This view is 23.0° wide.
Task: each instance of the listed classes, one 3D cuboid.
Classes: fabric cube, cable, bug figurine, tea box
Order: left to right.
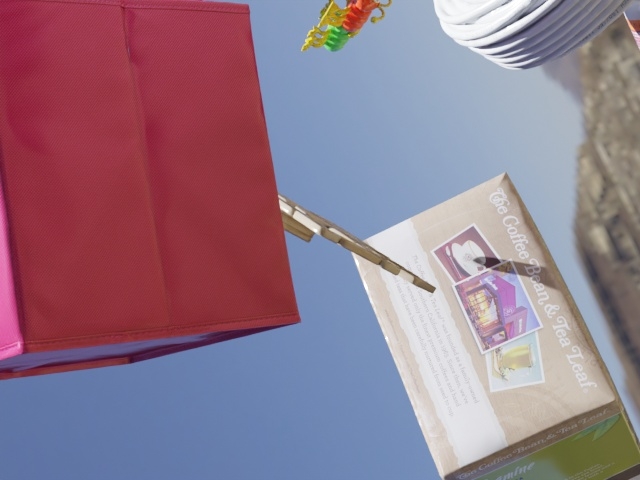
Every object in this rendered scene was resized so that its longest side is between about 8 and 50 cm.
[{"bbox_3d":[-0.205,-0.032,1.226,0.259,0.254,0.258,-4,-98,-42],"label":"fabric cube"},{"bbox_3d":[0.071,-0.375,2.262,0.072,0.216,0.279,31,-120,-7],"label":"bug figurine"},{"bbox_3d":[0.225,0.155,1.904,0.323,0.220,0.329,56,-169,-56],"label":"tea box"},{"bbox_3d":[0.212,-0.280,1.437,0.089,0.257,0.257,30,-155,-26],"label":"cable"}]

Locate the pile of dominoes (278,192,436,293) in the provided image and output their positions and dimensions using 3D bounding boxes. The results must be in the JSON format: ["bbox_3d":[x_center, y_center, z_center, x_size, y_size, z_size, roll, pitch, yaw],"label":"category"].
[{"bbox_3d":[0.000,0.000,1.673,0.196,0.040,0.251,28,-177,-36],"label":"pile of dominoes"}]

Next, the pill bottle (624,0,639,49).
[{"bbox_3d":[0.395,-0.160,1.555,0.221,0.121,0.121,63,-169,-14],"label":"pill bottle"}]
